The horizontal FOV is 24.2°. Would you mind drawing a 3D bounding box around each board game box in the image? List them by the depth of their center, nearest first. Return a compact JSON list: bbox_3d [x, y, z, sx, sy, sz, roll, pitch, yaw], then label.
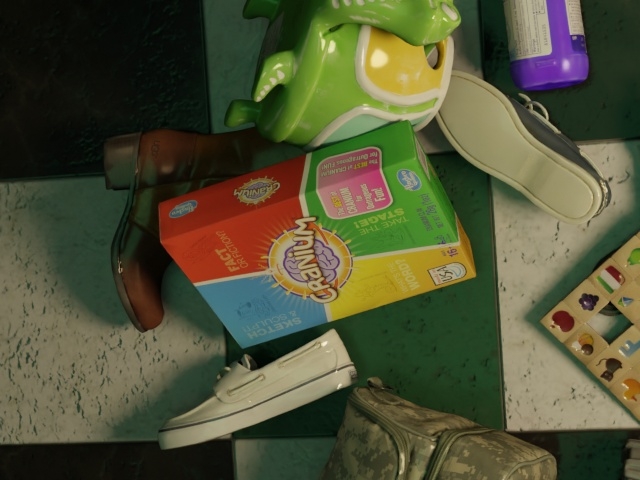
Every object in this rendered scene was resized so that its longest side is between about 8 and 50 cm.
[{"bbox_3d":[0.000,0.000,1.790,0.317,0.242,0.064,-18,49,13],"label":"board game box"}]

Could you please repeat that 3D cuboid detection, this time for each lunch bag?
[{"bbox_3d":[0.104,0.347,1.803,0.256,0.212,0.305,23,97,27],"label":"lunch bag"}]

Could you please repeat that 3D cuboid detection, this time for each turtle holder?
[{"bbox_3d":[0.040,-0.235,1.737,0.227,0.243,0.320,15,136,-14],"label":"turtle holder"}]

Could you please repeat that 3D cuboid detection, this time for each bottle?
[{"bbox_3d":[0.256,-0.321,1.767,0.092,0.118,0.282,-7,93,13],"label":"bottle"}]

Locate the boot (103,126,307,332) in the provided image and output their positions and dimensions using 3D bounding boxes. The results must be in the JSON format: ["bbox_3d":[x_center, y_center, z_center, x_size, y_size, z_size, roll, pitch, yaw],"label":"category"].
[{"bbox_3d":[-0.124,-0.020,1.904,0.281,0.096,0.264,-4,90,2],"label":"boot"}]

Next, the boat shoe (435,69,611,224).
[{"bbox_3d":[0.244,-0.118,1.799,0.254,0.079,0.095,36,116,16],"label":"boat shoe"}]

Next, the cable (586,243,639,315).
[{"bbox_3d":[0.419,-0.036,1.794,0.139,0.072,0.287,18,110,-2],"label":"cable"}]

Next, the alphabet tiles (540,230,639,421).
[{"bbox_3d":[0.417,0.115,1.788,0.237,0.009,0.198,45,109,-2],"label":"alphabet tiles"}]

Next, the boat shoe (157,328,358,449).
[{"bbox_3d":[-0.089,0.187,1.885,0.268,0.096,0.088,-22,84,12],"label":"boat shoe"}]

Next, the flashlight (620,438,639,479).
[{"bbox_3d":[0.505,0.308,1.764,0.304,0.103,0.103,8,61,8],"label":"flashlight"}]
